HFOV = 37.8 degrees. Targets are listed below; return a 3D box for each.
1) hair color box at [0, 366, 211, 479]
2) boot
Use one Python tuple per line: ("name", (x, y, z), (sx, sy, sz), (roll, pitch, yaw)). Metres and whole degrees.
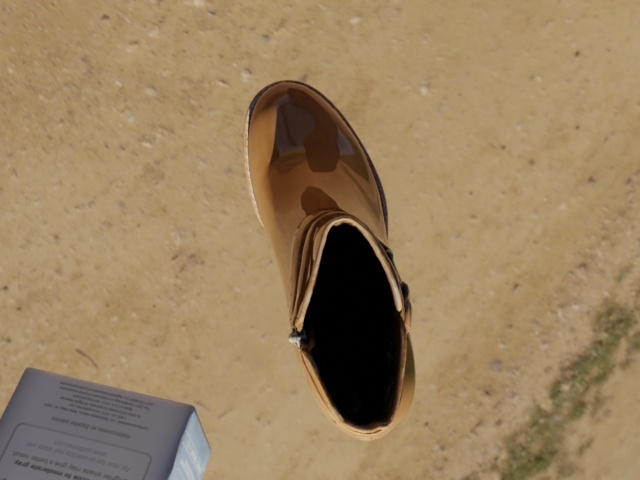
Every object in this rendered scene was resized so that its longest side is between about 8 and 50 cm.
("hair color box", (-0.253, 0.320, 0.861), (0.185, 0.375, 0.114), (11, 146, 12))
("boot", (0.000, 0.000, 0.651), (0.108, 0.220, 0.284), (-10, 84, 2))
